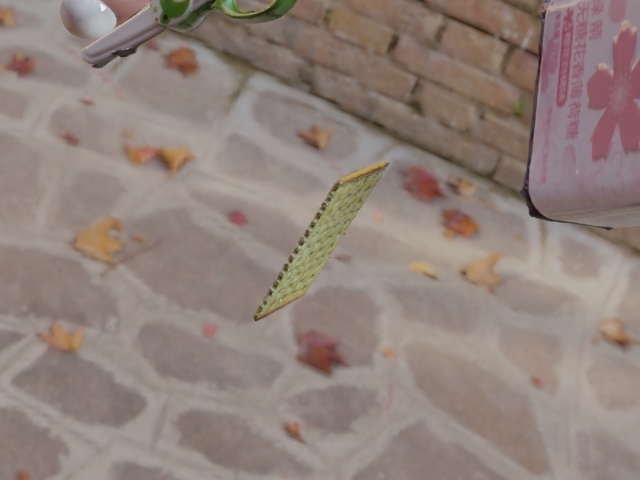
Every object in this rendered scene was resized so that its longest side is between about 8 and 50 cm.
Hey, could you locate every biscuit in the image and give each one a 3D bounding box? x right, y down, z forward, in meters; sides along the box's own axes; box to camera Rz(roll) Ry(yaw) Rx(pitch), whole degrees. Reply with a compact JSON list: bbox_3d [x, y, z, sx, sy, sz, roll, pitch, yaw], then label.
[{"bbox_3d":[0.000,0.000,1.787,0.016,0.231,0.139,39,29,14],"label":"biscuit"}]

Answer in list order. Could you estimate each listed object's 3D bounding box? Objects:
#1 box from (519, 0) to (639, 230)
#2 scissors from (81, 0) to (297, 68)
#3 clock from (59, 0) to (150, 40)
[{"bbox_3d":[0.264,-0.106,0.942,0.112,0.190,0.369,9,-3,-16],"label":"box"},{"bbox_3d":[-0.101,-0.180,1.042,0.027,0.204,0.101,15,57,-52],"label":"scissors"},{"bbox_3d":[-0.243,-0.323,1.631,0.162,0.093,0.166,-19,74,-13],"label":"clock"}]
